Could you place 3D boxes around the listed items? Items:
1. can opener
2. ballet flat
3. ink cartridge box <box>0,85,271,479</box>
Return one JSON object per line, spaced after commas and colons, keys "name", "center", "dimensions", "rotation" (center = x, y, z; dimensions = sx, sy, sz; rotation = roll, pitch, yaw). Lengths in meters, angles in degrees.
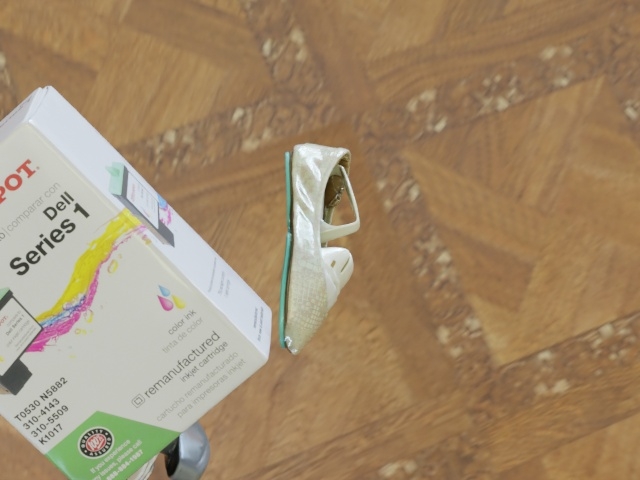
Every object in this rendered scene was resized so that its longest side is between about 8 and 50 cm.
{"name": "can opener", "center": [-0.176, 0.173, 1.822], "dimensions": [0.093, 0.074, 0.280], "rotation": [24, 33, -21]}
{"name": "ballet flat", "center": [0.000, 0.000, 1.097], "dimensions": [0.052, 0.057, 0.168], "rotation": [-1, 56, 4]}
{"name": "ink cartridge box", "center": [-0.206, 0.044, 1.344], "dimensions": [0.201, 0.117, 0.278], "rotation": [-40, 105, 13]}
